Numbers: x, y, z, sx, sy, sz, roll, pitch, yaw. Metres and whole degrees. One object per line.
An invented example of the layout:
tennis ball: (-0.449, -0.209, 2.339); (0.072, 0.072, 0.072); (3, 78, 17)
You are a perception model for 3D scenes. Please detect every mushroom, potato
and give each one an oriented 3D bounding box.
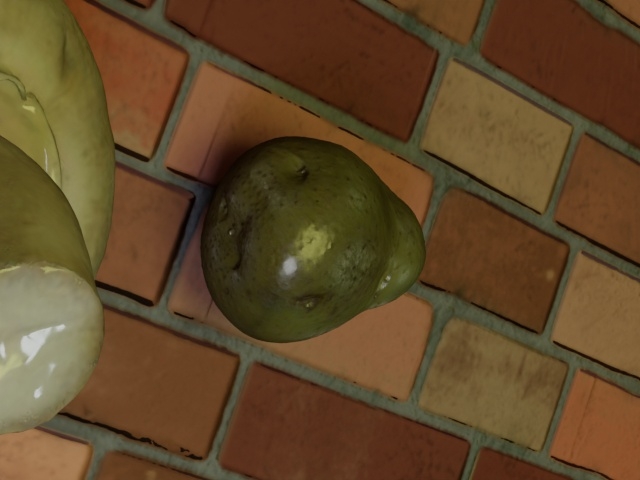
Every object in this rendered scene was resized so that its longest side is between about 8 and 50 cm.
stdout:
mushroom: (-0.265, -0.011, 1.133); (0.315, 0.315, 0.356); (18, 52, -42)
potato: (0.000, 0.000, 1.427); (0.194, 0.157, 0.157); (5, 95, -43)
